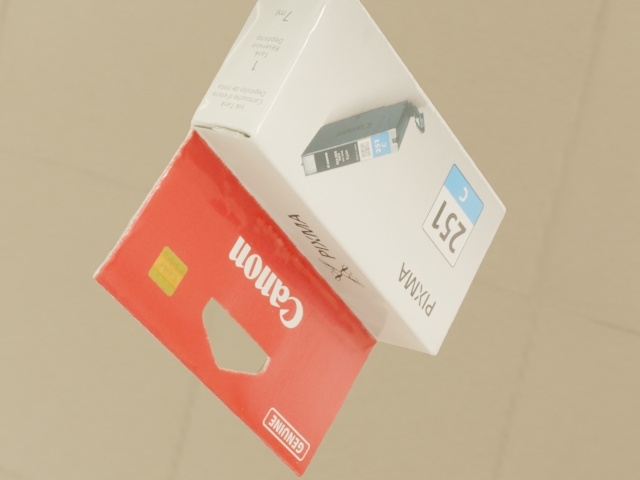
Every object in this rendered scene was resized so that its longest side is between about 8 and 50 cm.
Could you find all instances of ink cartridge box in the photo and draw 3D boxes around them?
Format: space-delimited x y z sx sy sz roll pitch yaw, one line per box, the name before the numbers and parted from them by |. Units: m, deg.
ink cartridge box | 0.000 0.000 1.417 0.066 0.296 0.261 12 65 38
